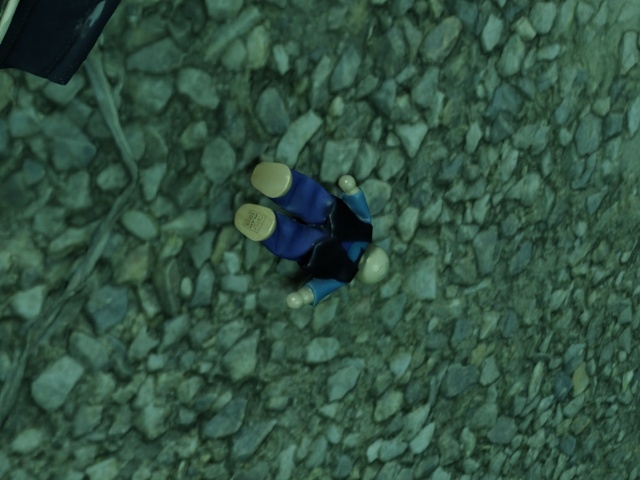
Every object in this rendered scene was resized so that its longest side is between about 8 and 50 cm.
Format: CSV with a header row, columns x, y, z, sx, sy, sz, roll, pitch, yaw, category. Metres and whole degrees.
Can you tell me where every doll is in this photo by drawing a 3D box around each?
x,y,z,sx,sy,sz,roll,pitch,yaw,category
0.000,0.000,0.954,0.189,0.046,0.129,28,81,-52,doll

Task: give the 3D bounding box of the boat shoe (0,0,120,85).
x,y,z,sx,sy,sz,roll,pitch,yaw,category
-0.163,-0.253,0.643,0.158,0.127,0.341,13,109,-51,boat shoe
